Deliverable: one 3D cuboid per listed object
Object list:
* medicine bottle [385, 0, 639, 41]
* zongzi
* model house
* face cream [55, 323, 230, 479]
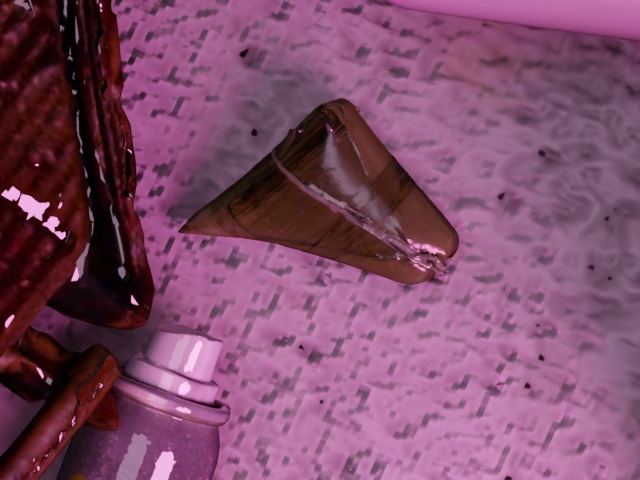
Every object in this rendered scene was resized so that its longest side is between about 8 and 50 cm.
[{"bbox_3d":[0.122,-0.199,0.732,0.379,0.213,0.213,9,88,9],"label":"medicine bottle"},{"bbox_3d":[0.000,0.000,0.825,0.113,0.052,0.104,-39,88,18],"label":"zongzi"},{"bbox_3d":[-0.235,-0.052,0.797,0.297,0.317,0.282,39,74,-35],"label":"model house"},{"bbox_3d":[-0.114,0.177,0.815,0.073,0.073,0.283,21,90,9],"label":"face cream"}]
